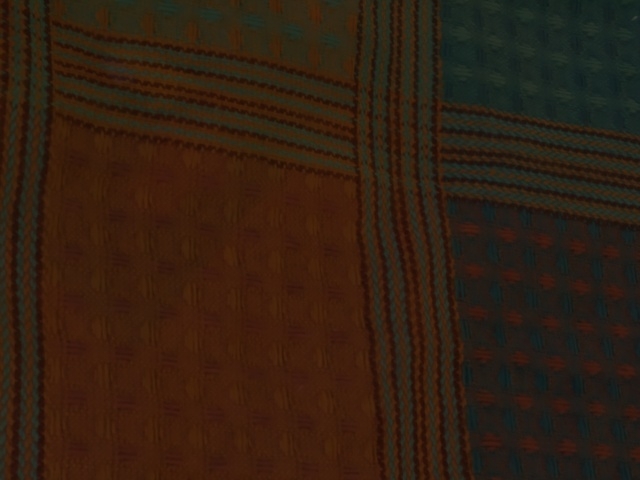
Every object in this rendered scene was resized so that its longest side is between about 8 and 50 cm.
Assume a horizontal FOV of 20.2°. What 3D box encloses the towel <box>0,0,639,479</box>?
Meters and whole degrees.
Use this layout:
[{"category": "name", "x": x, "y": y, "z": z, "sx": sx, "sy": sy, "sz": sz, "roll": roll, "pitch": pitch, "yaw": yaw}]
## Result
[{"category": "towel", "x": 0.000, "y": 0.000, "z": 0.582, "sx": 0.040, "sy": 0.370, "sz": 0.271, "roll": -33, "pitch": 55, "yaw": 52}]
